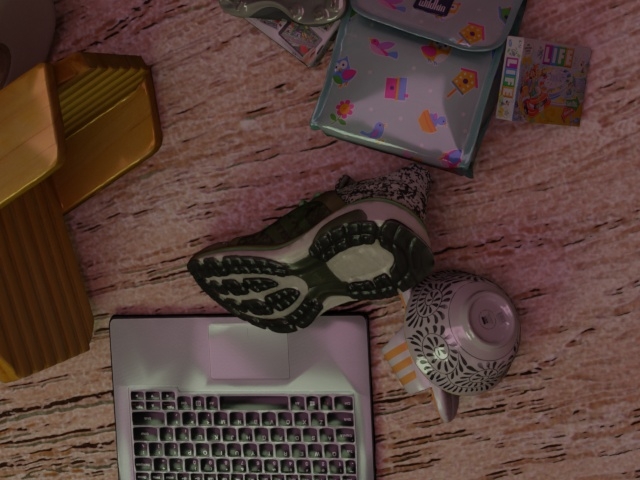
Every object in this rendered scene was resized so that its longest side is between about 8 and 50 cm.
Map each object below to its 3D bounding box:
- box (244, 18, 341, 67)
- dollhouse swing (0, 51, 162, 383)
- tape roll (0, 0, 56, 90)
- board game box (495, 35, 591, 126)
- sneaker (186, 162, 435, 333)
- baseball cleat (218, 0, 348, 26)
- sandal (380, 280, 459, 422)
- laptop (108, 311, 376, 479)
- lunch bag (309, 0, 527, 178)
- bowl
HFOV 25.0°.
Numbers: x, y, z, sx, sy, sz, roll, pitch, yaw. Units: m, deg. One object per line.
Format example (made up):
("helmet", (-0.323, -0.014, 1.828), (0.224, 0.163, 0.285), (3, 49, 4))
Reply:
("box", (-0.060, -0.339, 1.953), (0.207, 0.036, 0.114), (38, 103, 8))
("dollhouse swing", (-0.319, -0.033, 1.888), (0.315, 0.347, 0.305), (-32, 87, 15))
("tape roll", (-0.503, -0.196, 1.902), (0.072, 0.392, 0.392), (39, 103, 7))
("board game box", (0.283, -0.199, 1.823), (0.026, 0.154, 0.103), (14, 101, 42))
("sneaker", (0.000, 0.000, 1.921), (0.410, 0.182, 0.158), (-14, 125, 38))
("baseball cleat", (-0.032, -0.314, 1.863), (0.206, 0.109, 0.072), (14, 101, 35))
("sandal", (0.115, 0.121, 1.930), (0.076, 0.102, 0.265), (-20, 82, 17))
("laptop", (-0.134, 0.315, 1.936), (0.382, 0.236, 0.408), (-1, 95, 14))
("lunch bag", (0.131, -0.234, 1.855), (0.223, 0.160, 0.262), (18, 93, 12))
("bowl", (0.200, 0.111, 1.861), (0.170, 0.080, 0.170), (8, 71, -24))
